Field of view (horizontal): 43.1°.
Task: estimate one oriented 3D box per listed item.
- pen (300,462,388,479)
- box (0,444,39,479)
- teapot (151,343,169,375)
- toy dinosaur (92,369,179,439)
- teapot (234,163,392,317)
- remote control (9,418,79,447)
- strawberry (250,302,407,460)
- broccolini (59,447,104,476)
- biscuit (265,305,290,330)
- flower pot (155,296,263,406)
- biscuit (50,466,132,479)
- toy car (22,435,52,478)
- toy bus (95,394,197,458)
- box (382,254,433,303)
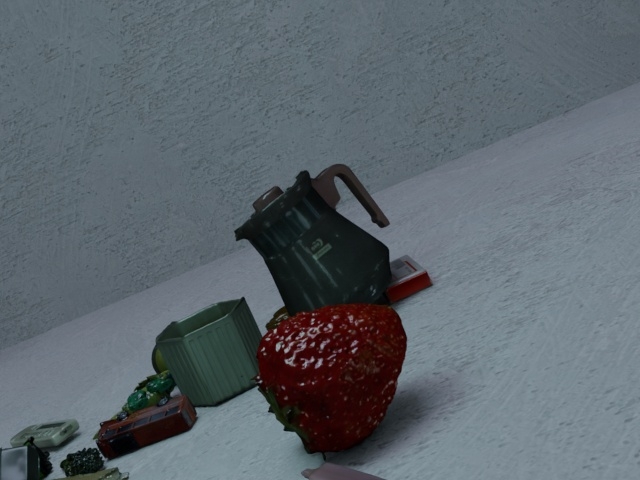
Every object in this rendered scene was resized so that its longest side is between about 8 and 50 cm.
[{"bbox_3d":[0.030,0.366,1.227,0.053,0.032,0.197,-32,15,-33],"label":"pen"},{"bbox_3d":[-0.678,0.522,1.824,0.069,0.084,0.122,-14,54,-2],"label":"box"},{"bbox_3d":[-0.398,0.332,2.179,0.165,0.130,0.119,-62,7,-18],"label":"teapot"},{"bbox_3d":[-0.436,0.403,1.969,0.259,0.094,0.153,-39,16,-27],"label":"toy dinosaur"},{"bbox_3d":[0.000,0.000,2.035,0.376,0.361,0.305,-44,11,-24],"label":"teapot"},{"bbox_3d":[-0.732,0.519,2.147,0.230,0.049,0.090,-17,12,39],"label":"remote control"},{"bbox_3d":[0.027,0.214,1.393,0.277,0.257,0.257,-40,15,-18],"label":"strawberry"},{"bbox_3d":[-0.558,0.498,1.821,0.203,0.068,0.091,-14,34,48],"label":"broccolini"},{"bbox_3d":[-0.034,0.176,2.305,0.290,0.041,0.208,-29,10,-25],"label":"biscuit"},{"bbox_3d":[-0.251,0.266,1.939,0.239,0.189,0.209,-12,16,46],"label":"flower pot"},{"bbox_3d":[-0.491,0.510,1.609,0.239,0.061,0.108,-18,12,31],"label":"biscuit"},{"bbox_3d":[-0.697,0.532,1.961,0.062,0.071,0.165,-42,15,-15],"label":"toy car"},{"bbox_3d":[-0.396,0.420,1.830,0.235,0.073,0.096,-22,17,10],"label":"toy bus"},{"bbox_3d":[0.206,0.099,2.111,0.123,0.050,0.229,-26,10,-1],"label":"box"}]
